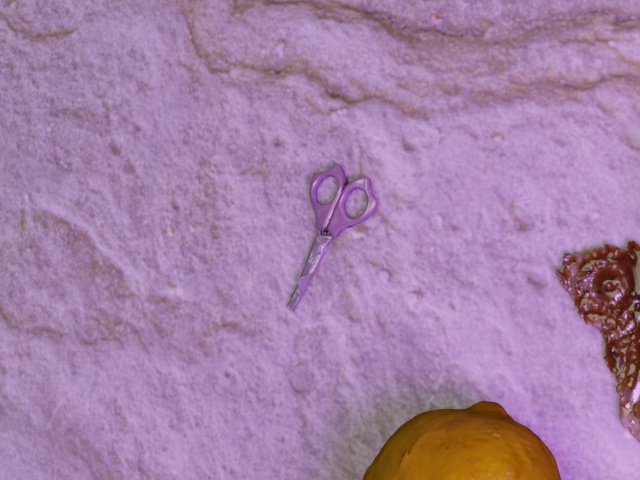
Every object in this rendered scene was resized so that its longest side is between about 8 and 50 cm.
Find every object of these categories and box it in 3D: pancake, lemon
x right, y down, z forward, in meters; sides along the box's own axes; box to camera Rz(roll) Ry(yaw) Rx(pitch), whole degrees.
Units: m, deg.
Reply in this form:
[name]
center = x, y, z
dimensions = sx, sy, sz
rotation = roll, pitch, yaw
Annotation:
[pancake]
center = 0.379, 0.094, 1.990
dimensions = 0.244, 0.057, 0.266
rotation = 28, 94, 31
[lemon]
center = 0.168, 0.337, 1.949
dimensions = 0.260, 0.260, 0.284
rotation = 32, 97, 30

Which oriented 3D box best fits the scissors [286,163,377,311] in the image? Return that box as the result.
[scissors]
center = 0.000, 0.000, 2.239
dimensions = 0.110, 0.021, 0.212
rotation = 27, 92, 32
